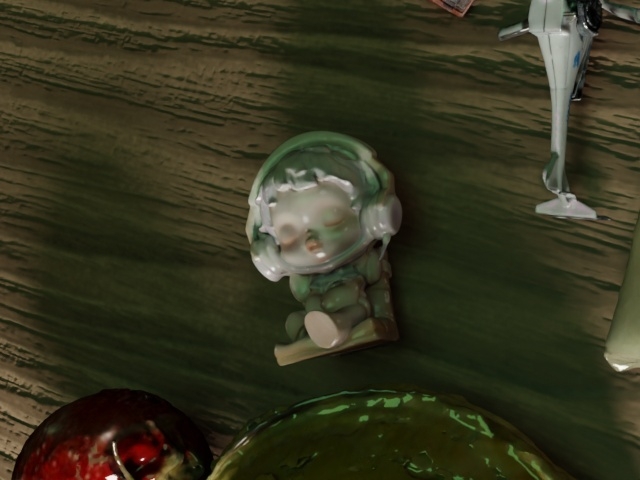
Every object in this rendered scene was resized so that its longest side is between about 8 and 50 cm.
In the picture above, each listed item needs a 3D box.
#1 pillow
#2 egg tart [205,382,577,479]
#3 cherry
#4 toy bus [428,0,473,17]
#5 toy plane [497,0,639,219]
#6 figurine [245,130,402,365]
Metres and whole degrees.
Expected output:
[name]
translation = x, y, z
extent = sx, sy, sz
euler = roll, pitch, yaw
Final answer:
[pillow]
translation = 0.319, 0.020, 1.091
extent = 0.119, 0.053, 0.208
euler = 11, 85, 29
[egg tart]
translation = 0.046, 0.340, 1.103
extent = 0.443, 0.178, 0.443
euler = -1, 88, 20
[cherry]
translation = -0.223, 0.248, 1.298
extent = 0.250, 0.192, 0.175
euler = -17, 39, 33
[toy bus]
translation = 0.150, -0.317, 1.240
extent = 0.077, 0.065, 0.192
euler = 30, 97, 38
[toy plane]
translation = 0.210, -0.164, 1.157
extent = 0.182, 0.107, 0.273
euler = 25, 99, 36
[figurine]
translation = 0.002, 0.000, 1.228
extent = 0.162, 0.141, 0.237
euler = -13, 75, 23
